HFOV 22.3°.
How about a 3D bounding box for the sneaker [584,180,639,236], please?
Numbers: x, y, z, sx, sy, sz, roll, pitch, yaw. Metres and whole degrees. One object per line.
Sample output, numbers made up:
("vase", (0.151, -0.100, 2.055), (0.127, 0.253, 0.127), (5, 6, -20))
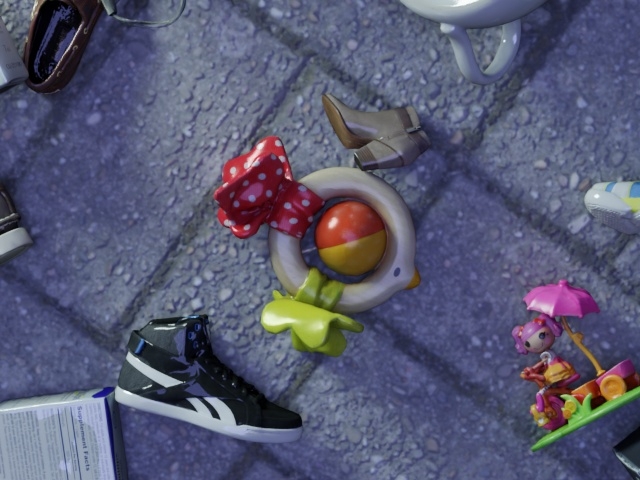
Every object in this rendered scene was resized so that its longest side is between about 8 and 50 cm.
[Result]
("sneaker", (0.415, -0.060, 1.784), (0.240, 0.091, 0.126), (11, 77, 2))

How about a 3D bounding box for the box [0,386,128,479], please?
("box", (-0.294, 0.239, 1.835), (0.137, 0.072, 0.126), (-7, 94, 4))

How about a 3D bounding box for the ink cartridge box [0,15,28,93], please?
("ink cartridge box", (-0.489, -0.227, 1.784), (0.275, 0.060, 0.239), (-24, 94, 19))

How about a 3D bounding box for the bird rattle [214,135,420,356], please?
("bird rattle", (0.000, 0.000, 1.803), (0.207, 0.143, 0.253), (-16, 80, -8))

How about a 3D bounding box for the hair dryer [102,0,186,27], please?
("hair dryer", (-0.248, -0.378, 1.754), (0.293, 0.080, 0.223), (24, 71, 4))

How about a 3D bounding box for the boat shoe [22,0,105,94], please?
("boat shoe", (-0.277, -0.260, 1.797), (0.073, 0.073, 0.207), (17, 94, 4))

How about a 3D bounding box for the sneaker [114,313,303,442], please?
("sneaker", (-0.116, 0.148, 1.816), (0.217, 0.079, 0.121), (13, 96, 3))

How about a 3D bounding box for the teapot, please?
("teapot", (0.185, -0.336, 1.721), (0.256, 0.187, 0.252), (-40, 71, 31))

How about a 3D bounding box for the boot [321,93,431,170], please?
("boot", (0.065, -0.129, 1.806), (0.087, 0.042, 0.118), (-24, 70, -13))

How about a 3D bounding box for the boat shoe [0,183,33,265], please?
("boat shoe", (-0.486, 0.033, 1.811), (0.324, 0.116, 0.096), (-26, 88, 0))

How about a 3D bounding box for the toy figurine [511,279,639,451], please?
("toy figurine", (0.270, 0.127, 1.798), (0.173, 0.130, 0.159), (-34, 78, 29))

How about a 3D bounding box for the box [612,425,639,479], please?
("box", (0.442, 0.228, 1.722), (0.207, 0.108, 0.153), (-37, 98, 0))
